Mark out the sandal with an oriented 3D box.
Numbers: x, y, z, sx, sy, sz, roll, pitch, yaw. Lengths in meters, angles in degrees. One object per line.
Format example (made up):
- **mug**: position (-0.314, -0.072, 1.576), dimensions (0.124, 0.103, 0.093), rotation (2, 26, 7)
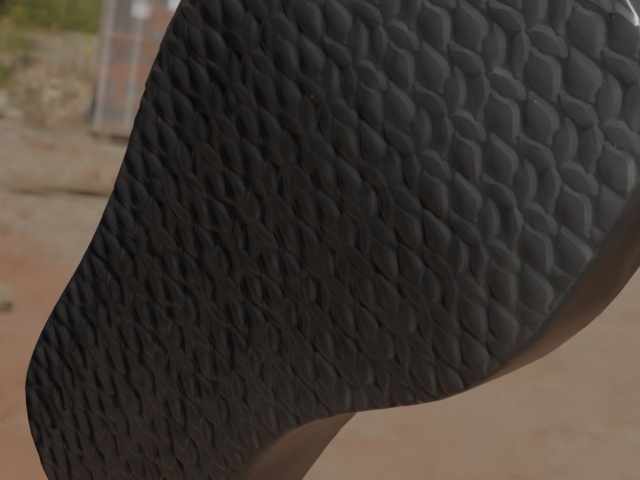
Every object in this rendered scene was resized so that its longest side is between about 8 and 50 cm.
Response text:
- **sandal**: position (-0.001, 0.000, 0.412), dimensions (0.054, 0.097, 0.254), rotation (-24, -11, -34)
